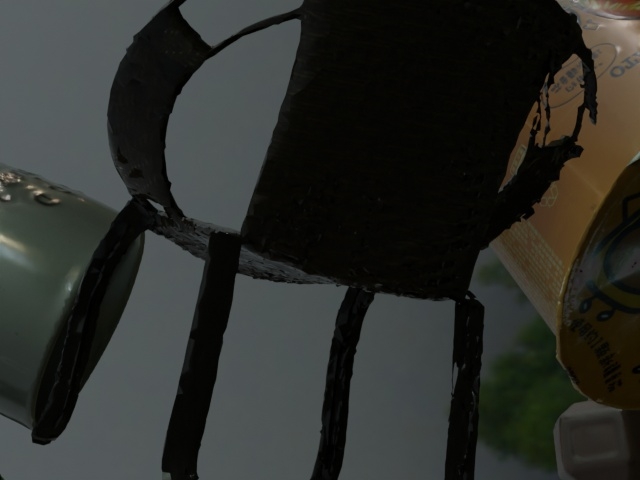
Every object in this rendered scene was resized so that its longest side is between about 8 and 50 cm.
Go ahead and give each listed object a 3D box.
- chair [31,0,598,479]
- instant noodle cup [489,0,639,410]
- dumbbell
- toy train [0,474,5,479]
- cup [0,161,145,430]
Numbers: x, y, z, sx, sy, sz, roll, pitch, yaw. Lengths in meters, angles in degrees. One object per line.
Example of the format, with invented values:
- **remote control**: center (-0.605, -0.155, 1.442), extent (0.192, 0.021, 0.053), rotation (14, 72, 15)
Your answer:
- **chair**: center (0.000, 0.000, 0.610), extent (0.149, 0.174, 0.213), rotation (19, 93, 66)
- **instant noodle cup**: center (0.168, -0.044, 0.916), extent (0.172, 0.215, 0.216), rotation (49, 162, 41)
- **dumbbell**: center (0.192, 0.056, 1.174), extent (0.082, 0.092, 0.231), rotation (16, -116, -56)
- **toy train**: center (-0.444, 0.228, 1.751), extent (0.296, 0.100, 0.161), rotation (40, -123, -23)
- **cup**: center (-0.275, 0.015, 1.415), extent (0.186, 0.234, 0.258), rotation (-66, -9, 12)
